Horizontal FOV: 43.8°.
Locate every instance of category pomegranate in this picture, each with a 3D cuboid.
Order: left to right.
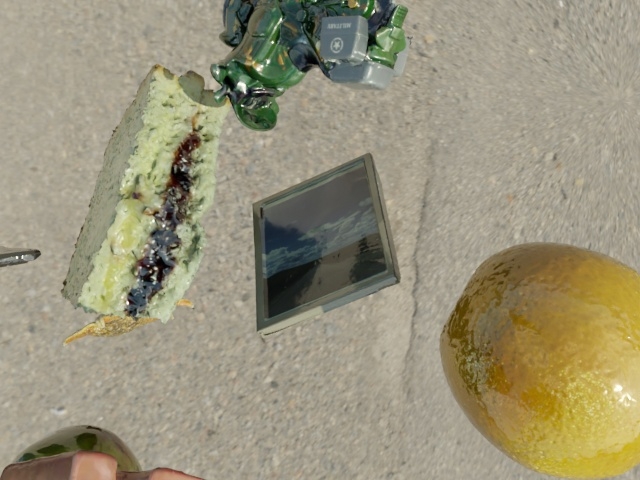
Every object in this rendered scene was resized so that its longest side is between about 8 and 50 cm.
[{"bbox_3d":[-0.326,0.316,0.962,0.224,0.181,0.181,-5,97,15],"label":"pomegranate"}]

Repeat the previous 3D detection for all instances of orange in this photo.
[{"bbox_3d":[0.234,0.114,0.775,0.236,0.236,0.236,4,101,20],"label":"orange"}]

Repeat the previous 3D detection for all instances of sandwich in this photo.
[{"bbox_3d":[-0.237,-0.038,1.076,0.131,0.325,0.262,21,146,-23],"label":"sandwich"}]

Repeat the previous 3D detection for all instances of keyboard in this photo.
[{"bbox_3d":[-0.425,0.021,0.966,0.262,0.106,0.016,2,99,54],"label":"keyboard"}]

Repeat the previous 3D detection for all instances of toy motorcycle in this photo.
[{"bbox_3d":[-0.024,-0.217,0.923,0.275,0.125,0.187,10,96,38],"label":"toy motorcycle"}]

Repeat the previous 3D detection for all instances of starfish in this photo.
[{"bbox_3d":[-0.322,0.129,1.364,0.138,0.247,0.050,-24,85,35],"label":"starfish"}]

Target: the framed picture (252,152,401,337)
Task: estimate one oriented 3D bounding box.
[{"bbox_3d":[0.000,0.000,1.025,0.189,0.260,0.023,-23,129,13],"label":"framed picture"}]

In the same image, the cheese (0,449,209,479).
[{"bbox_3d":[-0.165,0.236,0.635,0.128,0.203,0.177,-19,113,38],"label":"cheese"}]
